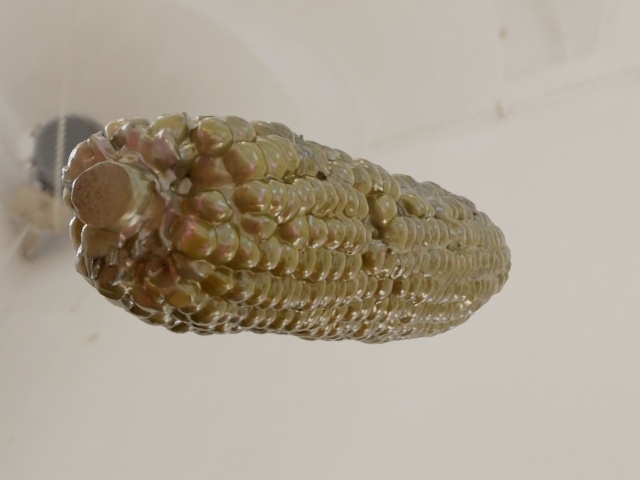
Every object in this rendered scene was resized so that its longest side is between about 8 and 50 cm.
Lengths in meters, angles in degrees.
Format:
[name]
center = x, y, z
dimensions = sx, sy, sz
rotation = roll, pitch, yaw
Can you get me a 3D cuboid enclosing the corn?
[corn]
center = 0.000, 0.000, 0.721
dimensions = 0.086, 0.288, 0.087
rotation = -3, -96, 29
